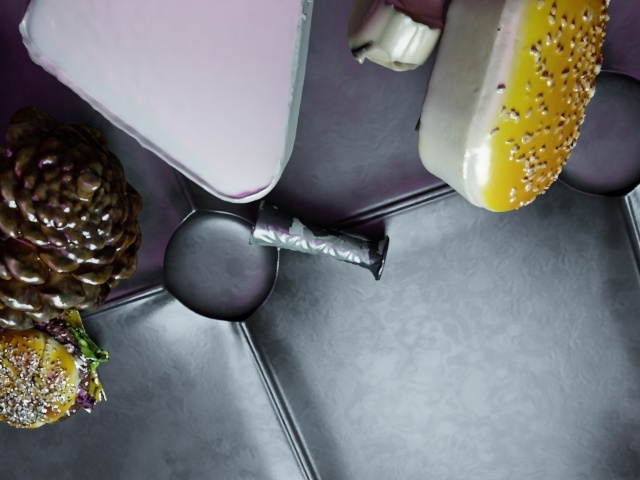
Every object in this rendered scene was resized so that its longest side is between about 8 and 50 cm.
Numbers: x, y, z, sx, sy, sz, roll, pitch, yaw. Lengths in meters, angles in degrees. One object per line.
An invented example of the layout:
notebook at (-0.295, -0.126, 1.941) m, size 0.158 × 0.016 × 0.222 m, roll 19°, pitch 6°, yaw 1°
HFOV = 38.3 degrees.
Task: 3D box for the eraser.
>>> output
eraser at (-0.165, -0.231, 1.024) m, size 0.331 × 0.150 × 0.331 m, roll 1°, pitch 109°, yaw 2°

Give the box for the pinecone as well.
pinecone at (-0.337, -0.012, 1.072) m, size 0.309 × 0.244 × 0.244 m, roll -31°, pitch 104°, yaw 31°

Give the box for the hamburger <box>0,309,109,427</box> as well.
hamburger at (-0.370, 0.170, 1.199) m, size 0.189 × 0.093 × 0.164 m, roll -23°, pitch 104°, yaw 10°

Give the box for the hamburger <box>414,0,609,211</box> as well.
hamburger at (0.209, -0.179, 0.971) m, size 0.151 × 0.227 × 0.295 m, roll 25°, pitch 114°, yaw 21°

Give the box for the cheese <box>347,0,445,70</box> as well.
cheese at (0.106, -0.321, 0.973) m, size 0.082 × 0.163 × 0.286 m, roll 16°, pitch 94°, yaw -17°

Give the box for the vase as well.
vase at (0.000, 0.000, 1.130) m, size 0.167 × 0.059 × 0.059 m, roll 16°, pitch 109°, yaw -1°
